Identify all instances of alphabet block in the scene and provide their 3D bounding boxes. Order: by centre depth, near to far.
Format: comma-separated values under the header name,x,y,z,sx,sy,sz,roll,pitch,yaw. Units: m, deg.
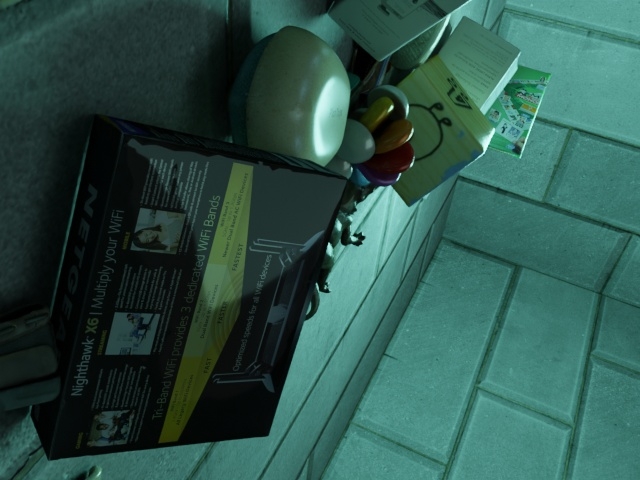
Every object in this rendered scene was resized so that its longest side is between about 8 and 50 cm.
name,x,y,z,sx,sy,sz,roll,pitch,yaw
alphabet block,0.201,-0.218,1.265,0.192,0.197,0.193,-38,-174,29

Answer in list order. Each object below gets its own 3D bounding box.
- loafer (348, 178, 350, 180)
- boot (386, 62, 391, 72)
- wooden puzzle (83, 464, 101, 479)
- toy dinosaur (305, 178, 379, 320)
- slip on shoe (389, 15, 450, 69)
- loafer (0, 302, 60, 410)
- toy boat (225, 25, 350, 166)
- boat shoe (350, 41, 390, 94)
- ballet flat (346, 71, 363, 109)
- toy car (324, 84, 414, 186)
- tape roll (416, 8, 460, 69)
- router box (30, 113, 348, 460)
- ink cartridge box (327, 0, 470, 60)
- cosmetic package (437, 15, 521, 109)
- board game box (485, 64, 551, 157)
name,x,y,z,sx,sy,sz,roll,pitch,yaw
loafer,0.078,-0.130,1.317,0.080,0.078,0.220,-70,164,4
boot,0.151,-0.388,1.233,0.059,0.084,0.158,-45,153,-60
wooden puzzle,-0.323,0.396,0.699,0.238,0.044,0.221,-34,142,-64
toy dinosaur,0.000,0.000,1.216,0.314,0.121,0.160,-56,146,-16
slip on shoe,0.204,-0.454,1.120,0.101,0.123,0.331,-24,142,-48
loafer,-0.269,0.078,0.438,0.267,0.096,0.084,52,40,-80
toy boat,-0.065,-0.103,0.803,0.267,0.148,0.319,-23,124,-76
boat shoe,0.095,-0.347,1.129,0.066,0.066,0.183,-22,127,-59
ballet flat,0.012,-0.208,1.018,0.213,0.072,0.068,-49,159,-53
toy car,0.086,-0.153,1.062,0.159,0.136,0.182,-48,-175,-30
tape roll,0.250,-0.559,1.372,0.392,0.072,0.392,-58,160,-35
router box,-0.127,0.054,0.641,0.242,0.081,0.309,8,105,-39
ink cartridge box,0.162,-0.410,0.906,0.283,0.117,0.207,-16,-138,59
cosmetic package,0.284,-0.291,1.489,0.385,0.156,0.217,-58,169,12
board game box,0.385,-0.357,1.617,0.046,0.317,0.214,18,93,-76
